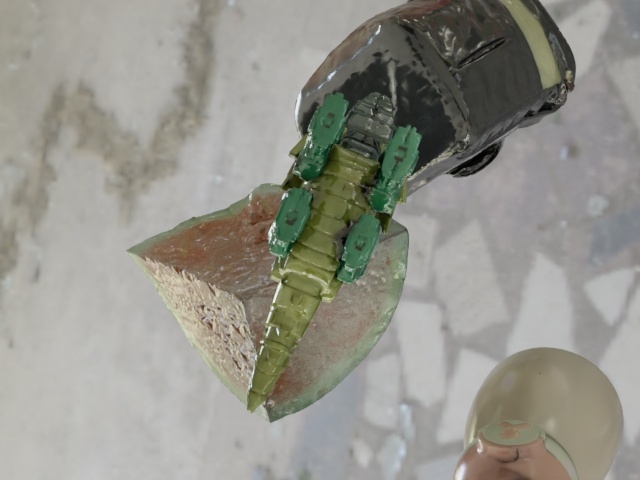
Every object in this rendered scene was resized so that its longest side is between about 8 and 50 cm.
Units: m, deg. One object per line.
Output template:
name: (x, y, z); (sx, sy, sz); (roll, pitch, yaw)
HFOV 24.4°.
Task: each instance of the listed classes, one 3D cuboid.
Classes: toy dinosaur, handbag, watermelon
toy dinosaur: (0.000, 0.000, 1.066); (0.153, 0.094, 0.259); (106, -173, -75)
handbag: (0.106, -0.147, 1.417); (0.181, 0.181, 0.254); (57, 145, 3)
watermelon: (-0.060, 0.048, 1.569); (0.260, 0.176, 0.256); (32, 98, 46)

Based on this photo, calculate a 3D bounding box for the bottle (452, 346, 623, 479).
bottle: (0.195, 0.207, 1.389); (0.147, 0.236, 0.147); (7, 111, 19)
